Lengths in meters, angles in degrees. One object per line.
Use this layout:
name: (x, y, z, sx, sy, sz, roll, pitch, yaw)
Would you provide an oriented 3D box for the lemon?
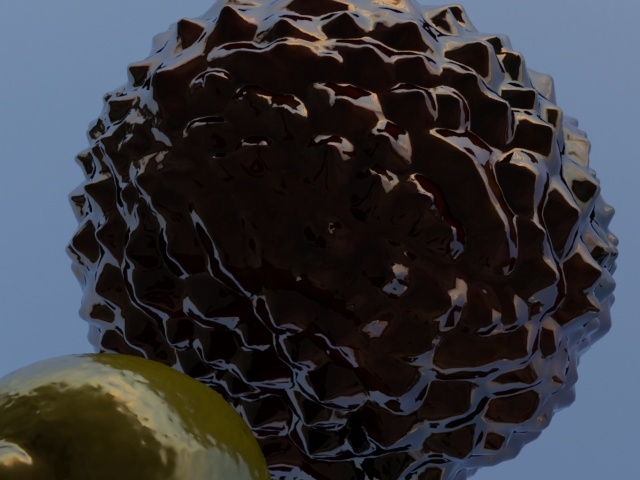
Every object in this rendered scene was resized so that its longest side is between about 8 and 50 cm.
lemon: (-0.119, 0.158, 0.762, 0.184, 0.248, 0.184, -13, -113, 32)

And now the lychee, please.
lychee: (0.000, 0.000, 1.041, 0.500, 0.424, 0.425, 22, -93, 56)
